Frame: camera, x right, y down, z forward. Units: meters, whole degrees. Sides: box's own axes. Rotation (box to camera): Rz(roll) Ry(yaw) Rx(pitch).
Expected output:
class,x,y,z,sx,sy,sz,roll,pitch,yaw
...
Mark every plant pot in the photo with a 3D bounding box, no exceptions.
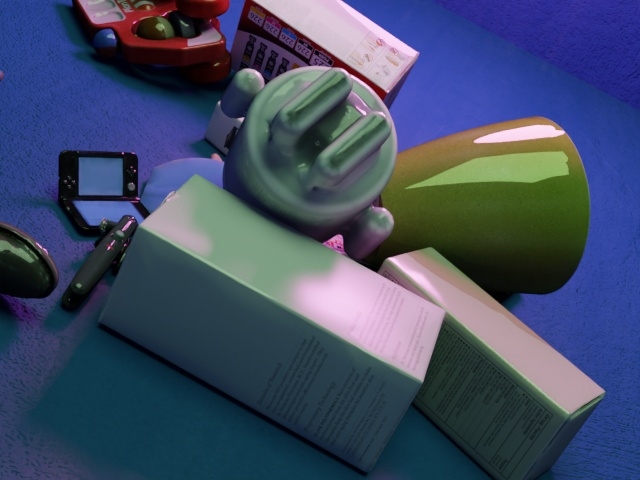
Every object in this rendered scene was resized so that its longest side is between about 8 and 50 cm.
class,x,y,z,sx,sy,sz,roll,pitch,yaw
plant pot,0.197,-0.046,1.501,0.293,0.275,0.275,-3,37,-21

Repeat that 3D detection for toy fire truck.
class,x,y,z,sx,sy,sz,roll,pitch,yaw
toy fire truck,-0.308,-0.400,1.860,0.253,0.169,0.302,-14,43,-19

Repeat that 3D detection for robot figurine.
class,x,y,z,sx,sy,sz,roll,pitch,yaw
robot figurine,-0.022,-0.103,1.347,0.199,0.353,0.300,-38,87,-19

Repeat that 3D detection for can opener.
class,x,y,z,sx,sy,sz,roll,pitch,yaw
can opener,-0.266,0.023,1.240,0.073,0.059,0.186,28,27,1

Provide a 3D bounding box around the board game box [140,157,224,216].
class,x,y,z,sx,sy,sz,roll,pitch,yaw
board game box,-0.190,-0.061,1.471,0.133,0.033,0.169,4,38,4

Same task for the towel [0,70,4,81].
class,x,y,z,sx,sy,sz,roll,pitch,yaw
towel,-0.636,-0.231,1.379,0.271,0.040,0.370,27,25,-2

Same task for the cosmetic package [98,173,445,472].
class,x,y,z,sx,sy,sz,roll,pitch,yaw
cosmetic package,-0.051,0.089,1.212,0.365,0.155,0.197,28,27,4

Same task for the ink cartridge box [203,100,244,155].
class,x,y,z,sx,sy,sz,roll,pitch,yaw
ink cartridge box,-0.090,-0.163,1.701,0.175,0.072,0.127,40,30,23

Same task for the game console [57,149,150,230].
class,x,y,z,sx,sy,sz,roll,pitch,yaw
game console,-0.286,-0.068,1.367,0.122,0.107,0.071,-2,4,-43

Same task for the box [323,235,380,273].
class,x,y,z,sx,sy,sz,roll,pitch,yaw
box,0.000,0.000,1.539,0.207,0.036,0.114,19,28,-15

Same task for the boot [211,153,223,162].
class,x,y,z,sx,sy,sz,roll,pitch,yaw
boot,-0.123,-0.096,1.553,0.086,0.042,0.118,-12,52,1

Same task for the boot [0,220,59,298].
class,x,y,z,sx,sy,sz,roll,pitch,yaw
boot,-0.423,0.059,1.032,0.262,0.091,0.229,19,34,-8

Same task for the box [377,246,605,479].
class,x,y,z,sx,sy,sz,roll,pitch,yaw
box,0.195,0.162,1.318,0.311,0.148,0.121,42,31,24

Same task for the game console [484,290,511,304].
class,x,y,z,sx,sy,sz,roll,pitch,yaw
game console,0.243,0.089,1.595,0.213,0.044,0.361,36,30,17

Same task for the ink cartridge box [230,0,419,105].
class,x,y,z,sx,sy,sz,roll,pitch,yaw
ink cartridge box,-0.010,-0.321,1.907,0.309,0.272,0.130,35,58,4
